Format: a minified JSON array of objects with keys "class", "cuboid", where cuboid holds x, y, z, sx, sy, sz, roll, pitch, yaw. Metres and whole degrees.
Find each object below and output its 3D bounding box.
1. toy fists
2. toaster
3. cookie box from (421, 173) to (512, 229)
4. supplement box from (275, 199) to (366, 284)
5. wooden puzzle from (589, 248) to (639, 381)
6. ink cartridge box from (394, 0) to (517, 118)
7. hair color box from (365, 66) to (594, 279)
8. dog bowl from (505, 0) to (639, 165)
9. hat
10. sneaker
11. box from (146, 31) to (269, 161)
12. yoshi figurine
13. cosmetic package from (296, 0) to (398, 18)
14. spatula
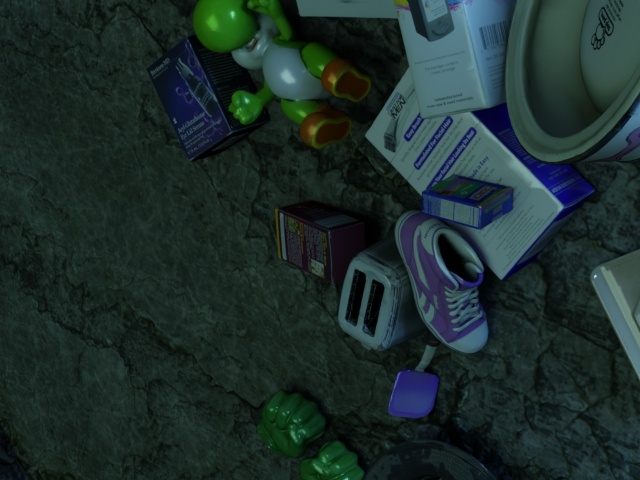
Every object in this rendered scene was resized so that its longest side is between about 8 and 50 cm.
[{"class":"toy fists","cuboid":[-0.020,0.429,2.199,0.279,0.096,0.142,51,132,16]},{"class":"toaster","cuboid":[0.122,0.086,1.895,0.129,0.146,0.226,30,125,29]},{"class":"cookie box","cuboid":[0.222,-0.060,1.636,0.107,0.092,0.040,17,121,36]},{"class":"supplement box","cuboid":[0.000,0.000,1.985,0.188,0.081,0.104,24,123,53]},{"class":"wooden puzzle","cuboid":[0.546,0.100,1.594,0.239,0.044,0.220,-28,87,40]},{"class":"ink cartridge box","cuboid":[0.222,-0.350,1.573,0.131,0.226,0.306,-7,100,45]},{"class":"hair color box","cuboid":[0.247,-0.126,1.725,0.339,0.110,0.185,48,133,15]},{"class":"dog bowl","cuboid":[0.391,-0.278,1.339,0.408,0.151,0.407,-169,90,-73]},{"class":"hat","cuboid":[0.217,0.509,1.989,0.332,0.134,0.331,4,99,25]},{"class":"sneaker","cuboid":[0.222,0.089,1.763,0.282,0.102,0.161,59,166,-24]},{"class":"box","cuboid":[-0.218,-0.282,2.083,0.153,0.108,0.207,-28,87,45]},{"class":"yoshi figurine","cuboid":[-0.095,-0.318,1.849,0.362,0.204,0.203,43,165,31]},{"class":"cosmetic package","cuboid":[0.061,-0.481,1.697,0.224,0.138,0.224,12,131,39]},{"class":"spatula","cuboid":[0.193,0.199,1.928,0.084,0.030,0.296,9,123,-9]}]
